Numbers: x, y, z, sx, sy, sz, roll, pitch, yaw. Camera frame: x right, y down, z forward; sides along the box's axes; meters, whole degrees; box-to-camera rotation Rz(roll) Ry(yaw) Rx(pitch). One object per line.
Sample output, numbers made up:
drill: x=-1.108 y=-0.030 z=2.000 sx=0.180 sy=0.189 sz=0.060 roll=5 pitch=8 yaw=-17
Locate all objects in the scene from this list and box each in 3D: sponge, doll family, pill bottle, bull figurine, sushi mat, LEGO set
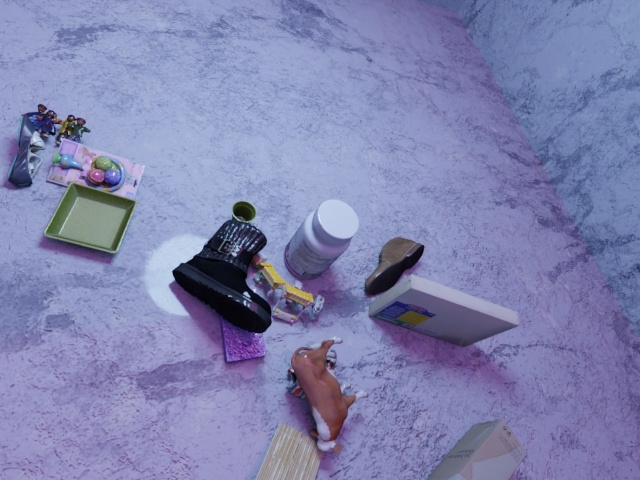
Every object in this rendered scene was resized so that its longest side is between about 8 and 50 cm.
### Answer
sponge: x=-0.234 y=0.247 z=1.208 sx=0.117 sy=0.031 sz=0.210 roll=-1 pitch=64 yaw=-26
doll family: x=-0.806 y=-0.353 z=1.247 sx=0.193 sy=0.076 sz=0.111 roll=16 pitch=76 yaw=-23
pill bottle: x=0.000 y=0.000 z=1.304 sx=0.160 sy=0.283 sz=0.160 roll=12 pitch=58 yaw=-20
bull figurine: x=0.024 y=0.426 z=1.144 sx=0.188 sy=0.101 sz=0.310 roll=-28 pitch=100 yaw=-44
sushi mat: x=-0.097 y=0.625 z=1.016 sx=0.151 sy=0.019 sz=0.316 roll=33 pitch=38 yaw=-3
LEGO set: x=-0.131 y=0.161 z=1.288 sx=0.287 sy=0.107 sz=0.132 roll=34 pitch=19 yaw=1

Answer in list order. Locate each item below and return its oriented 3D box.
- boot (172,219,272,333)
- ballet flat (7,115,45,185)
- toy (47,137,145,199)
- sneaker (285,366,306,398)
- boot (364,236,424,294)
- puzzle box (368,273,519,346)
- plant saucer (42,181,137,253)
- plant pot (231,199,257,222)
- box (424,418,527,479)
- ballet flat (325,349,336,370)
boot: x=-0.224 y=0.087 z=1.193 sx=0.348 sy=0.131 sz=0.260 roll=29 pitch=51 yaw=19
ballet flat: x=-0.828 y=-0.251 z=1.167 sx=0.074 sy=0.074 sz=0.203 roll=9 pitch=78 yaw=-21
toy: x=-0.667 y=-0.208 z=1.220 sx=0.237 sy=0.056 sz=0.136 roll=17 pitch=79 yaw=-15
sneaker: x=-0.053 y=0.376 z=1.204 sx=0.075 sy=0.057 sz=0.161 roll=29 pitch=57 yaw=-15
boot: x=0.248 y=0.088 z=1.510 sx=0.115 sy=0.112 sz=0.305 roll=32 pitch=52 yaw=32
puzzle box: x=0.401 y=0.245 z=1.365 sx=0.409 sy=0.272 sz=0.052 roll=20 pitch=56 yaw=-15
plant saucer: x=-0.650 y=-0.057 z=1.173 sx=0.188 sy=0.045 sz=0.188 roll=17 pitch=57 yaw=-16
plant pot: x=-0.261 y=-0.077 z=1.350 sx=0.083 sy=0.079 sz=0.083 roll=12 pitch=59 yaw=-20
box: x=0.457 y=0.686 z=1.220 sx=0.311 sy=0.148 sz=0.121 roll=-25 pitch=74 yaw=-35
ballet flat: x=0.025 y=0.381 z=1.251 sx=0.041 sy=0.041 sz=0.114 roll=36 pitch=53 yaw=-3
